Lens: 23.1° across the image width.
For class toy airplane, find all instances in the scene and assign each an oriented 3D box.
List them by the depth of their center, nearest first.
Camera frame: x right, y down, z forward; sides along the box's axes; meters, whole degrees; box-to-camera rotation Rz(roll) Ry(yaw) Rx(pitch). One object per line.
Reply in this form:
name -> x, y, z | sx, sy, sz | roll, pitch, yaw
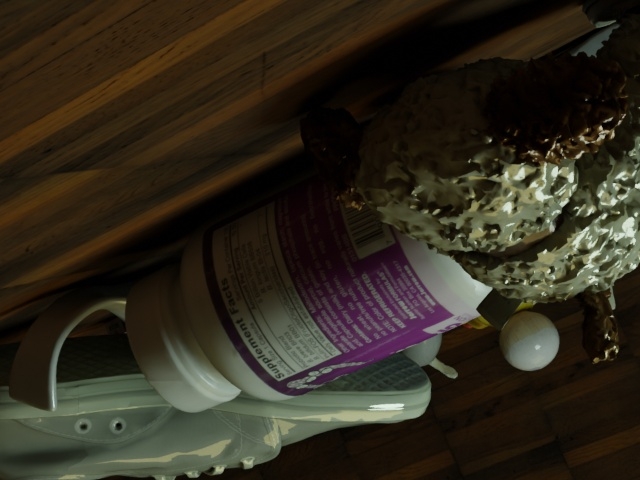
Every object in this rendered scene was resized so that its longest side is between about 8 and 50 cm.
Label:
toy airplane -> 0.272, 0.052, 2.222 | 0.386, 0.272, 0.384 | -26, 174, 28

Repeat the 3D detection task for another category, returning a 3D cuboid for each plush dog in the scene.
plush dog -> 0.115, -0.039, 0.989 | 0.262, 0.211, 0.225 | -15, 158, 37

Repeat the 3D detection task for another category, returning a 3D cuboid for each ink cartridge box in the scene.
ink cartridge box -> -0.214, 0.094, 1.809 | 0.063, 0.029, 0.115 | -26, 173, 35

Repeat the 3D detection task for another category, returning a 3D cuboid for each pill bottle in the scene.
pill bottle -> -0.005, 0.030, 1.272 | 0.301, 0.169, 0.169 | -26, 175, 25

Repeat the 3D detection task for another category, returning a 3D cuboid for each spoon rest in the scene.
spoon rest -> -0.166, 0.071, 1.432 | 0.137, 0.084, 0.276 | 12, -158, 34

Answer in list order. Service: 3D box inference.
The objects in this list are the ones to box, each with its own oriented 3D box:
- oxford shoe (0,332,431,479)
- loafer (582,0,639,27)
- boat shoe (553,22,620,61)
oxford shoe -> -0.119, 0.164, 1.489 | 0.449, 0.130, 0.169 | -3, -162, -9
loafer -> 0.212, -0.159, 1.019 | 0.045, 0.039, 0.125 | -22, 175, -22
boat shoe -> 0.217, -0.142, 1.240 | 0.142, 0.049, 0.040 | -24, -166, 25
